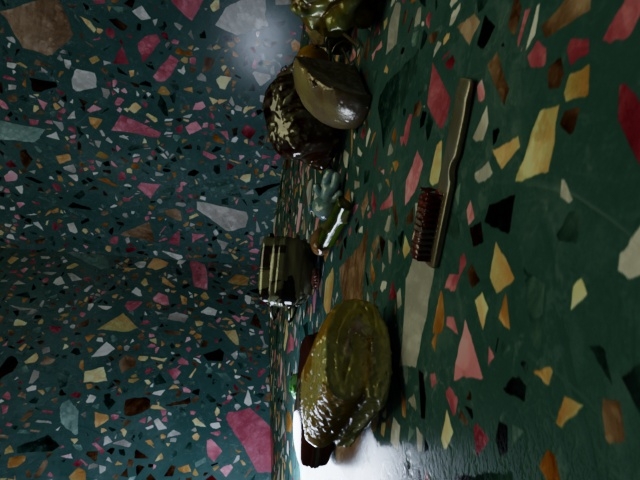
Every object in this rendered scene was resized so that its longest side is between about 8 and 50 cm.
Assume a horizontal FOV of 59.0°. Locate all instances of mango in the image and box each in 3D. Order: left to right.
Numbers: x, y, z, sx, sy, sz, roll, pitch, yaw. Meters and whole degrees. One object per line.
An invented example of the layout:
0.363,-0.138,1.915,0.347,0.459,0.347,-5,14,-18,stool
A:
-0.014,-0.599,2.043,0.227,0.147,0.109,64,-149,-43,mango

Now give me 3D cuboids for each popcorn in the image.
0.032,-0.727,1.541,0.321,0.289,0.326,-116,13,-67,popcorn

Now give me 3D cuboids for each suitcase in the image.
-0.124,0.151,2.209,0.351,0.193,0.340,30,-116,-81,suitcase

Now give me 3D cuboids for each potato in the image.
0.021,-0.405,1.677,0.264,0.210,0.190,-104,22,-51,potato

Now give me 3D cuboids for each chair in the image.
0.073,-0.616,1.808,0.095,0.104,0.222,-52,29,23,chair

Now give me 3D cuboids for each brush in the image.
0.201,-0.111,0.959,0.060,0.050,0.321,-103,21,-71,brush

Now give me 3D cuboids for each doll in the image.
0.029,-0.150,1.862,0.075,0.120,0.180,-19,-48,-56,doll

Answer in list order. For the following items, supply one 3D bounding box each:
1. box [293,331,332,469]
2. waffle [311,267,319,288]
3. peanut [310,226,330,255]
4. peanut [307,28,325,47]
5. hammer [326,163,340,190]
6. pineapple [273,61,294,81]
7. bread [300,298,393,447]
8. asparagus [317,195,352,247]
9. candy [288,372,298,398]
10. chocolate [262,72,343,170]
-0.016,0.492,1.748,0.263,0.108,0.404,-127,42,-76,box
-0.018,0.141,2.137,0.075,0.029,0.083,-121,35,-75,waffle
0.000,0.000,1.979,0.152,0.076,0.076,-92,10,-65,peanut
0.043,-0.764,1.896,0.325,0.140,0.153,127,163,-69,peanut
0.036,-0.249,1.998,0.288,0.033,0.111,-102,18,-57,hammer
-0.068,-0.549,2.282,0.272,0.262,0.263,82,-169,-83,pineapple
0.050,0.311,1.291,0.375,0.164,0.237,105,168,-53,bread
0.047,-0.055,1.763,0.060,0.067,0.278,-60,0,-30,asparagus
-0.052,0.615,2.034,0.324,0.097,0.097,-109,24,-49,candy
-0.079,-0.410,1.902,0.225,0.210,0.340,-24,76,40,chocolate
